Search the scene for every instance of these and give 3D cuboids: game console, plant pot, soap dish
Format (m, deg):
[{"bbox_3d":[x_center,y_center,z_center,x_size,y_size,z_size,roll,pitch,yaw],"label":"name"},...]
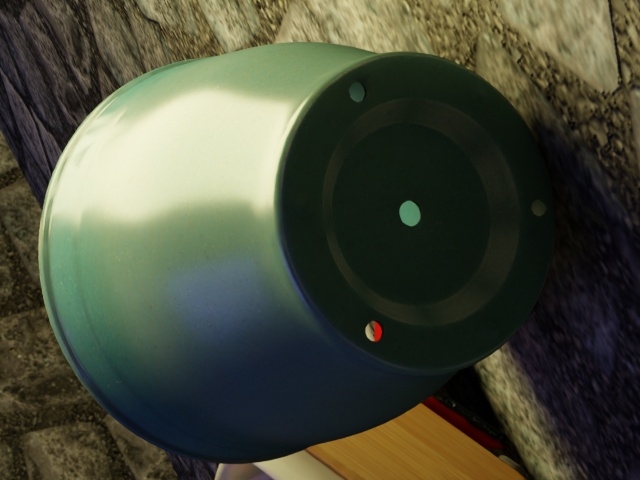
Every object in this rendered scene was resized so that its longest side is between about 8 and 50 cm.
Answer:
[{"bbox_3d":[0.091,0.093,1.456,0.124,0.085,0.144,34,170,-9],"label":"game console"},{"bbox_3d":[0.000,0.000,1.150,0.255,0.271,0.272,-12,104,61],"label":"plant pot"},{"bbox_3d":[0.034,0.186,1.455,0.229,0.118,0.291,35,166,4],"label":"soap dish"}]
